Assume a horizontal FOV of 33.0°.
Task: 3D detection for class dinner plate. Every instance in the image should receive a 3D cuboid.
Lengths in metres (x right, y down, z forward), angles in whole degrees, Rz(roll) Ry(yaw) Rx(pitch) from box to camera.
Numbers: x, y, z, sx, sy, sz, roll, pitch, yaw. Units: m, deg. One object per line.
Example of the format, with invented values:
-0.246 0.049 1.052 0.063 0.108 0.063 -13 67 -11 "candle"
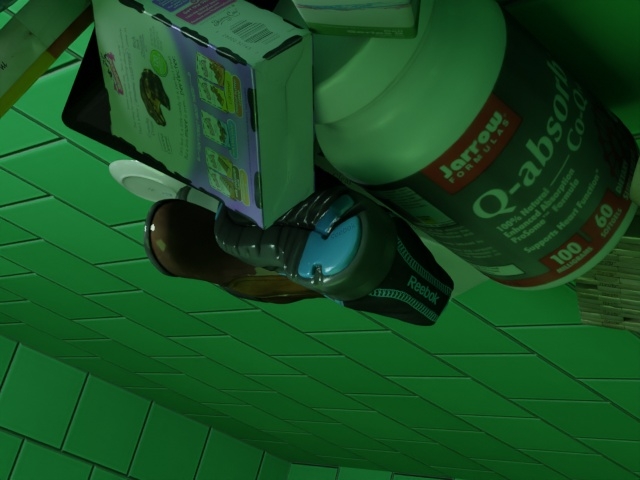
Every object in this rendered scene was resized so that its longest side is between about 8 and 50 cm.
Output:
-0.262 -0.085 1.672 0.141 0.017 0.141 13 160 5 "dinner plate"

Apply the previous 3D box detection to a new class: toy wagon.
-0.291 -0.194 1.065 0.068 0.267 0.344 44 -170 -16 "toy wagon"

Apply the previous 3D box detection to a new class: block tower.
0.367 0.018 1.346 0.097 0.091 0.335 7 158 22 "block tower"

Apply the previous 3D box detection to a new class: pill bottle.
0.126 -0.114 1.016 0.363 0.210 0.210 32 155 -36 "pill bottle"

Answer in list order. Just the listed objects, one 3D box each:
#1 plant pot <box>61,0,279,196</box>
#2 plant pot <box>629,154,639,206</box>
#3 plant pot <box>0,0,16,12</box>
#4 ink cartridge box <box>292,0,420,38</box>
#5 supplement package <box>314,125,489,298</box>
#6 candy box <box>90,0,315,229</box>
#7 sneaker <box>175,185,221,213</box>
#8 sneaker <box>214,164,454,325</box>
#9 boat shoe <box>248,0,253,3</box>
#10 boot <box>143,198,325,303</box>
-0.122 -0.187 1.090 0.187 0.188 0.167 26 144 -24 "plant pot"
0.424 -0.054 0.941 0.274 0.257 0.256 21 162 17 "plant pot"
-0.427 -0.276 0.909 0.334 0.341 0.341 -9 149 34 "plant pot"
0.028 -0.234 0.737 0.093 0.154 0.212 6 180 8 "ink cartridge box"
0.083 -0.049 1.309 0.261 0.145 0.204 20 160 -11 "supplement package"
-0.098 -0.128 0.904 0.196 0.070 0.165 32 142 29 "candy box"
-0.075 -0.037 1.562 0.271 0.100 0.108 15 146 -5 "sneaker"
0.000 0.000 1.056 0.139 0.125 0.341 31 -176 -29 "sneaker"
-0.090 -0.251 0.940 0.072 0.190 0.068 21 -155 6 "boat shoe"
-0.033 0.025 1.248 0.280 0.096 0.264 3 156 33 "boot"
